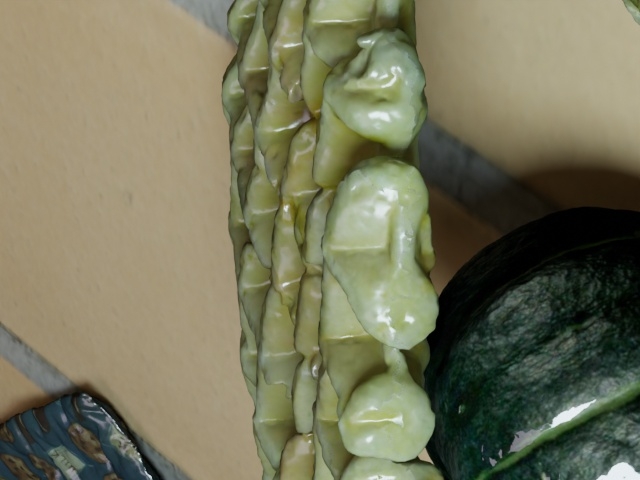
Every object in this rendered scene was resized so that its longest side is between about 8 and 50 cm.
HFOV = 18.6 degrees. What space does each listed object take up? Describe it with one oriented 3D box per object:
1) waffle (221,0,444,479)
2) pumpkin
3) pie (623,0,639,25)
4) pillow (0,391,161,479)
[{"bbox_3d":[0.000,0.000,0.901,0.292,0.056,0.309,174,92,-77],"label":"waffle"},{"bbox_3d":[0.135,0.093,0.871,0.220,0.162,0.220,158,90,-86],"label":"pumpkin"},{"bbox_3d":[0.168,-0.152,0.681,0.306,0.071,0.306,33,145,27],"label":"pie"},{"bbox_3d":[-0.178,0.207,1.521,0.189,0.034,0.255,54,148,-8],"label":"pillow"}]
